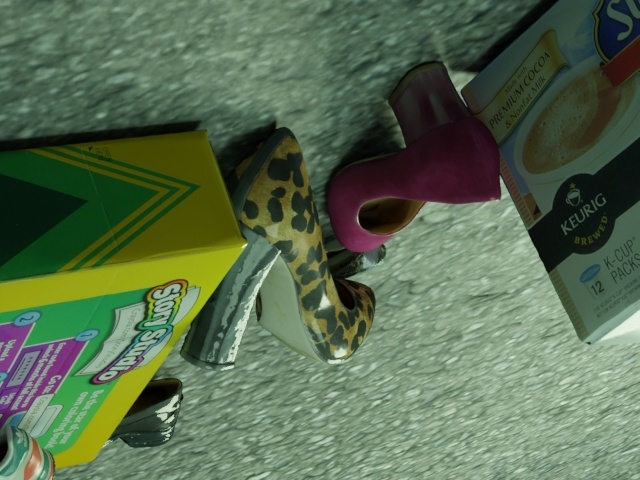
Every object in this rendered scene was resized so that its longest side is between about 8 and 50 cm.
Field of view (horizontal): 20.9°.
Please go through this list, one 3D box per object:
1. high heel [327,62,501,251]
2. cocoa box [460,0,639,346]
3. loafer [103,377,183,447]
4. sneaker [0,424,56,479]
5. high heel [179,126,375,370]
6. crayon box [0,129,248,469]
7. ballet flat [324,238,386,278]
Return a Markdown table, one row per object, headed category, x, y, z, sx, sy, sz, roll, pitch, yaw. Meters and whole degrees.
| category | x | y | z | sx | sy | sz | roll | pitch | yaw |
| --- | --- | --- | --- | --- | --- | --- | --- | --- | --- |
| high heel | 0.074 | -0.024 | 1.332 | 0.082 | 0.117 | 0.244 | -11 | 154 | -27 |
| cocoa box | 0.319 | -0.110 | 1.229 | 0.231 | 0.228 | 0.347 | -1 | 149 | -44 |
| loafer | -0.198 | 0.151 | 1.558 | 0.170 | 0.062 | 0.061 | -4 | 129 | -45 |
| sneaker | -0.280 | 0.177 | 1.272 | 0.161 | 0.057 | 0.075 | -22 | 142 | 1 |
| high heel | 0.000 | 0.000 | 1.354 | 0.261 | 0.093 | 0.186 | -8 | 121 | -59 |
| crayon box | -0.263 | 0.071 | 1.244 | 0.313 | 0.106 | 0.363 | -10 | 154 | -32 |
| ballet flat | 0.000 | 0.023 | 1.483 | 0.114 | 0.041 | 0.041 | -29 | 157 | 13 |
